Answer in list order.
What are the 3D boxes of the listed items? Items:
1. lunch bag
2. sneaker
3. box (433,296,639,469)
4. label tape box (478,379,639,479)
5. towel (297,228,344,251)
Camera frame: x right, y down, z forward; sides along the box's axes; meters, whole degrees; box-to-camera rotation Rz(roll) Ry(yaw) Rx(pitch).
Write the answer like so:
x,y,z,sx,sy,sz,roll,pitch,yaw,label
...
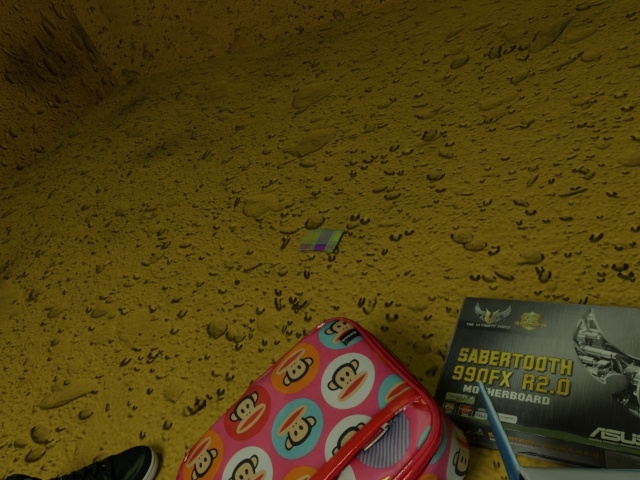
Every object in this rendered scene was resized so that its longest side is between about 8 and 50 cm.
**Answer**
x,y,z,sx,sy,sz,roll,pitch,yaw,label
0.002,0.251,0.554,0.293,0.120,0.258,-44,39,-4,lunch bag
-0.331,0.327,0.682,0.217,0.121,0.079,-34,37,-12,sneaker
0.261,0.155,0.598,0.231,0.056,0.183,1,44,32,box
0.232,0.264,0.306,0.115,0.249,0.347,-23,35,4,label tape box
0.000,0.000,0.998,0.083,0.009,0.060,-1,41,30,towel
